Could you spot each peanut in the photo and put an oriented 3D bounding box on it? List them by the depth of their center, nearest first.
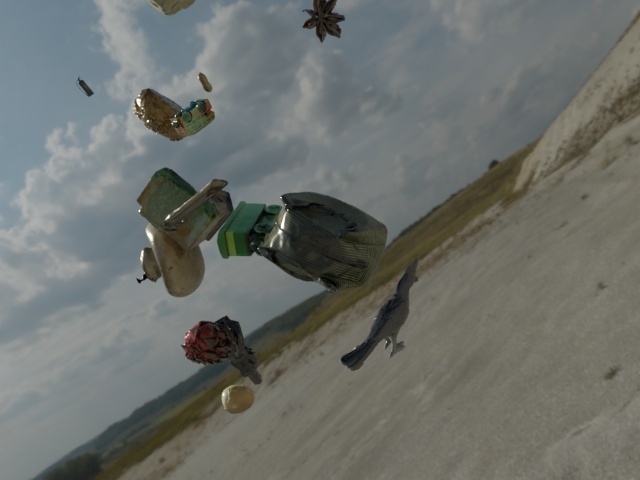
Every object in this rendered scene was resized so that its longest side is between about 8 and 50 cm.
[{"bbox_3d":[-0.450,-0.617,2.085,0.037,0.083,0.037,-19,25,9],"label":"peanut"}]

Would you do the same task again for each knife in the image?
[{"bbox_3d":[-0.423,-0.122,1.780,0.089,0.043,0.365,-16,-12,-47],"label":"knife"}]

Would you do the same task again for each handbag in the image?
[{"bbox_3d":[0.000,0.000,1.537,0.240,0.340,0.247,1,-66,-67],"label":"handbag"}]

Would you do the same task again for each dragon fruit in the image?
[{"bbox_3d":[-0.293,0.271,1.409,0.142,0.121,0.130,-9,4,-5],"label":"dragon fruit"}]

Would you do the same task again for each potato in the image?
[{"bbox_3d":[0.113,0.364,1.645,0.045,0.046,0.092,-75,0,-64],"label":"potato"}]

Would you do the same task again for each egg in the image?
[{"bbox_3d":[-0.208,0.400,1.355,0.083,0.071,0.071,-14,-7,2],"label":"egg"}]

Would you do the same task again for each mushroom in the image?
[{"bbox_3d":[-0.665,0.079,2.318,0.294,0.362,0.362,-20,-10,-13],"label":"mushroom"}]

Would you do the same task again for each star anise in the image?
[{"bbox_3d":[0.021,-0.946,2.286,0.212,0.197,0.073,-33,16,47],"label":"star anise"}]

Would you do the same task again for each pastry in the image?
[{"bbox_3d":[-0.707,-0.554,2.397,0.162,0.255,0.311,-54,-13,9],"label":"pastry"}]

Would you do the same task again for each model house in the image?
[{"bbox_3d":[-0.526,-0.150,2.161,0.245,0.312,0.280,-50,-3,24],"label":"model house"}]

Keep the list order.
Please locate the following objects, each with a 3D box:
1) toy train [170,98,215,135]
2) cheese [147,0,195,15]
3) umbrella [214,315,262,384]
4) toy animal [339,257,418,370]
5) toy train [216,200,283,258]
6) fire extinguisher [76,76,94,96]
[{"bbox_3d":[-0.508,-0.487,2.124,0.072,0.099,0.188,14,49,40],"label":"toy train"},{"bbox_3d":[-0.417,-0.826,1.604,0.318,0.115,0.326,-52,9,-9],"label":"cheese"},{"bbox_3d":[-0.252,0.360,1.661,0.118,0.118,0.340,-31,-41,-9],"label":"umbrella"},{"bbox_3d":[0.184,0.239,1.475,0.367,0.081,0.206,-51,-37,-24],"label":"toy animal"},{"bbox_3d":[-0.238,-0.044,1.922,0.202,0.120,0.301,2,28,10],"label":"toy train"},{"bbox_3d":[-0.958,-0.622,2.165,0.038,0.083,0.025,-36,28,-4],"label":"fire extinguisher"}]
